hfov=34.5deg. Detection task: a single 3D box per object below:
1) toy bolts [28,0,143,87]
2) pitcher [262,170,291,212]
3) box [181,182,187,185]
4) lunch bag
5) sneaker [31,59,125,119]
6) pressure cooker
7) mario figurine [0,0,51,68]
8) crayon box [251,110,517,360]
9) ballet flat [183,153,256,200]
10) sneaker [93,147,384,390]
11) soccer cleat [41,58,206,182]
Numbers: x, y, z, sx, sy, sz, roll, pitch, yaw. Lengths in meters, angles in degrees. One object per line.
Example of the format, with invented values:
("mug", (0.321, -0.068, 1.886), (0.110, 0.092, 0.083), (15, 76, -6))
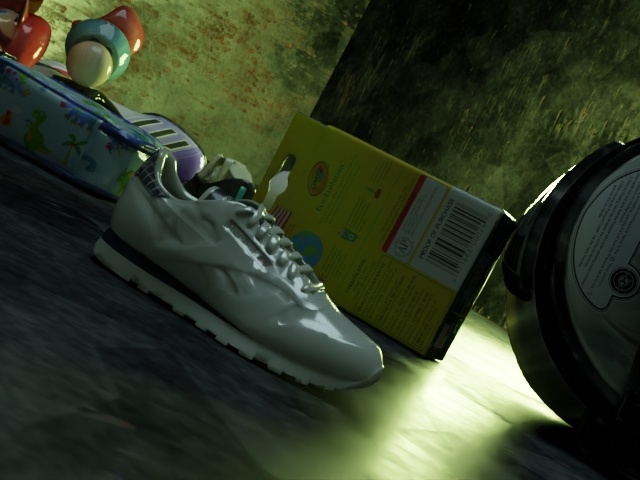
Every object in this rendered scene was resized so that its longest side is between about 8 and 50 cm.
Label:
("toy bolts", (-0.347, -0.301, 1.348), (0.158, 0.218, 0.229), (-91, 158, -61))
("pitcher", (0.000, 0.000, 1.551), (0.207, 0.125, 0.178), (39, -16, 11))
("box", (-0.186, -0.089, 1.819), (0.322, 0.058, 0.232), (30, 3, 8))
("lunch bag", (-0.290, -0.126, 1.186), (0.219, 0.090, 0.176), (30, 0, 10))
("sneaker", (-0.369, -0.187, 1.376), (0.276, 0.098, 0.135), (27, 1, -35))
("pressure cooker", (0.417, 0.060, 1.188), (0.375, 0.370, 0.420), (-15, -9, 0))
("mario figurine", (-0.463, -0.286, 1.197), (0.320, 0.170, 0.198), (8, 50, -41))
("crayon box", (0.062, -0.012, 1.315), (0.318, 0.202, 0.081), (30, 3, 26))
("ballet flat", (-0.137, -0.069, 1.501), (0.095, 0.096, 0.280), (26, 3, -20))
("sneaker", (-0.050, 0.024, 0.736), (0.235, 0.095, 0.090), (30, 2, 11))
("soccer cleat", (-0.320, -0.163, 1.599), (0.318, 0.109, 0.116), (30, 24, -25))
